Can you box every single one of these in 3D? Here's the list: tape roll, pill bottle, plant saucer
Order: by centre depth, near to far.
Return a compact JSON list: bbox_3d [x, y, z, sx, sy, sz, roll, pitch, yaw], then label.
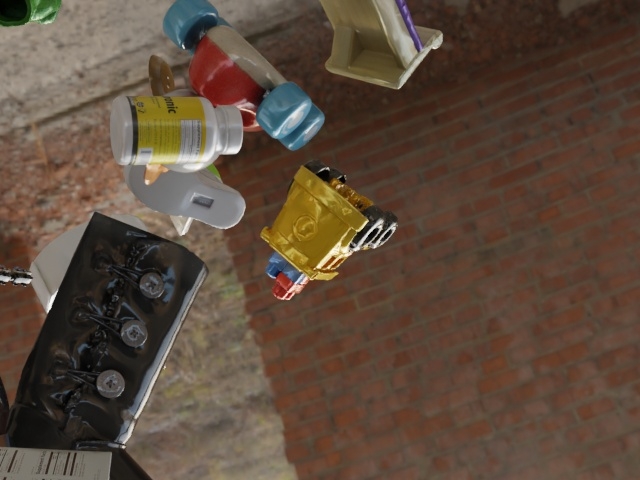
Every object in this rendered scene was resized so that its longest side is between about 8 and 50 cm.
[{"bbox_3d":[-0.136,-0.104,0.862,0.116,0.065,0.065,-3,154,-24],"label":"pill bottle"},{"bbox_3d":[-0.226,-0.228,1.311,0.015,0.083,0.083,-9,160,9],"label":"plant saucer"},{"bbox_3d":[-0.493,0.067,2.013,0.286,0.100,0.286,-29,159,-12],"label":"tape roll"}]

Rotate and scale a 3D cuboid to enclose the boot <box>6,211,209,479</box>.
[{"bbox_3d":[-0.265,0.223,1.354,0.367,0.445,0.146,34,143,-28],"label":"boot"}]

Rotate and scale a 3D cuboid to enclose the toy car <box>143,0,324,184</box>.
[{"bbox_3d":[-0.159,-0.168,1.250,0.238,0.219,0.210,-46,172,5],"label":"toy car"}]

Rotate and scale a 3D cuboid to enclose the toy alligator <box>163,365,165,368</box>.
[{"bbox_3d":[-0.339,0.191,1.971,0.051,0.189,0.056,9,147,-42],"label":"toy alligator"}]

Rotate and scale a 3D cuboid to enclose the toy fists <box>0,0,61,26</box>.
[{"bbox_3d":[-0.654,-0.467,1.802,0.279,0.142,0.096,2,117,12],"label":"toy fists"}]

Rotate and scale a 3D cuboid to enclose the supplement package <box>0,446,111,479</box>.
[{"bbox_3d":[-0.331,0.332,0.940,0.203,0.194,0.149,6,-170,-11],"label":"supplement package"}]

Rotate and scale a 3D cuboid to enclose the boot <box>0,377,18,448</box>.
[{"bbox_3d":[-0.443,0.223,1.126,0.106,0.219,0.082,-17,144,-14],"label":"boot"}]

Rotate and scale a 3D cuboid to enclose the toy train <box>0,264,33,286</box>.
[{"bbox_3d":[-0.587,0.061,1.659,0.027,0.036,0.158,-50,156,12],"label":"toy train"}]

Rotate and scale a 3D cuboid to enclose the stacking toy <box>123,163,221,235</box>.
[{"bbox_3d":[-0.326,-0.191,2.197,0.130,0.279,0.309,-34,175,-41],"label":"stacking toy"}]

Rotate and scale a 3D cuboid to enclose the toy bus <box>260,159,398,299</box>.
[{"bbox_3d":[0.000,0.000,1.447,0.211,0.149,0.220,-54,164,9],"label":"toy bus"}]

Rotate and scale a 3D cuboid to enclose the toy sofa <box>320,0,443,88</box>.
[{"bbox_3d":[0.045,-0.397,1.239,0.177,0.150,0.362,-52,139,-18],"label":"toy sofa"}]

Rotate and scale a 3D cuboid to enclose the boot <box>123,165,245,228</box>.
[{"bbox_3d":[-0.242,-0.097,1.473,0.095,0.123,0.258,-57,142,3],"label":"boot"}]
